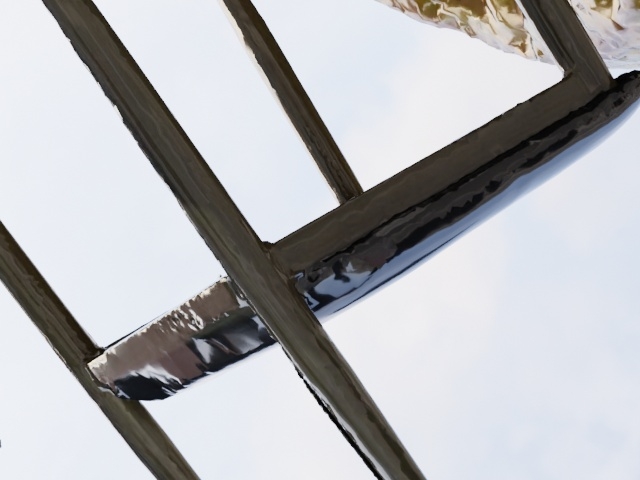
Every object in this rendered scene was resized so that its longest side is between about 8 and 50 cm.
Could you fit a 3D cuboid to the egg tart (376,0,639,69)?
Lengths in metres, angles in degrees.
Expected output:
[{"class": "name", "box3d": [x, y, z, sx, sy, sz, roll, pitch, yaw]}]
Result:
[{"class": "egg tart", "box3d": [0.041, -0.198, 0.541, 0.341, 0.341, 0.132, 27, -101, 46]}]

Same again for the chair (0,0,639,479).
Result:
[{"class": "chair", "box3d": [0.000, 0.000, 0.454, 0.166, 0.272, 0.188, -31, -179, -31]}]
